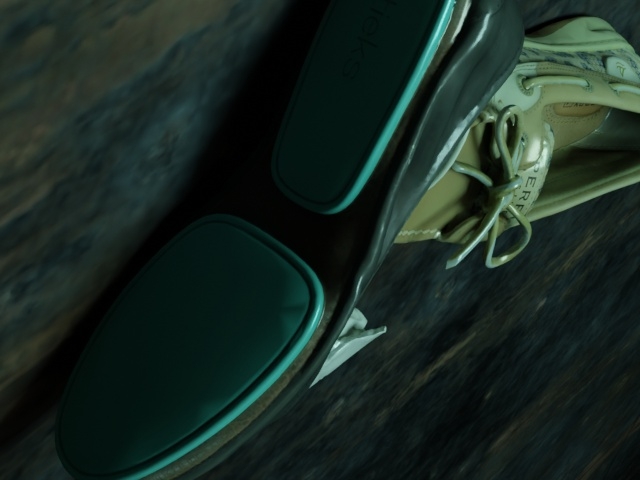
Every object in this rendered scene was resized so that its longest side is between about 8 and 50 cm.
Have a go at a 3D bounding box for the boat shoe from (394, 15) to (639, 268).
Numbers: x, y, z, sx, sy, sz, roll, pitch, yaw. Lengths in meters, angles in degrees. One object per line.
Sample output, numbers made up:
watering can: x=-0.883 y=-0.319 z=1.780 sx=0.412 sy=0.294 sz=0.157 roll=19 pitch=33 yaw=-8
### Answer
boat shoe: x=0.109 y=-0.053 z=0.768 sx=0.285 sy=0.089 sz=0.104 roll=-26 pitch=148 yaw=-46

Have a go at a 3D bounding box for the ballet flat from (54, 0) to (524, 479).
ballet flat: x=0.000 y=0.000 z=0.619 sx=0.280 sy=0.095 sz=0.096 roll=-54 pitch=147 yaw=8
